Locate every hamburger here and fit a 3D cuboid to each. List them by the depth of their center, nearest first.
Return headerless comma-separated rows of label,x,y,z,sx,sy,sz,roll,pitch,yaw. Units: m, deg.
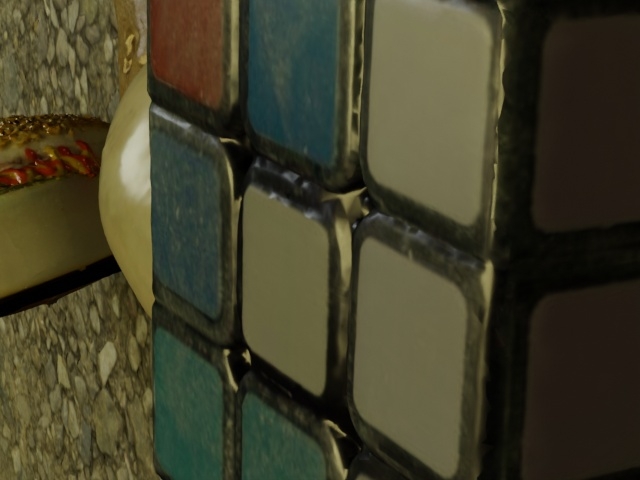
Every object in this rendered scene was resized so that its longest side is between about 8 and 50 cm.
hamburger,-0.305,-0.028,1.890,0.294,0.276,0.179,96,153,-84

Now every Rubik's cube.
Rubik's cube,0.129,0.003,0.950,0.363,0.359,0.362,37,127,56

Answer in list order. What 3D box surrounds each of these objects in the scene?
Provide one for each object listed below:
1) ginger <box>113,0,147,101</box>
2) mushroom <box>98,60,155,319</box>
ginger,-0.127,-0.189,1.654,0.190,0.126,0.354,-139,41,-81
mushroom,0.000,0.000,1.339,0.314,0.314,0.336,52,161,45
